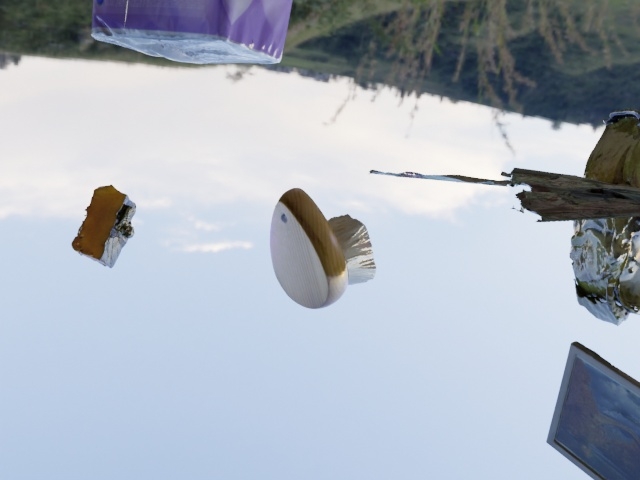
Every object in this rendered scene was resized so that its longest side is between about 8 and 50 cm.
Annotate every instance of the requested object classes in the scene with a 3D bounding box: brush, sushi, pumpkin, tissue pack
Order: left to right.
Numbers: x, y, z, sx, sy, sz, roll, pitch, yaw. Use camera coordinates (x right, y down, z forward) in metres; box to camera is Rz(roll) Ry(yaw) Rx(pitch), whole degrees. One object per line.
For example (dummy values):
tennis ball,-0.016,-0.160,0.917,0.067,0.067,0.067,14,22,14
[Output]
pumpkin,-0.227,-0.014,0.822,0.054,0.083,0.074,19,173,0
tissue pack,-0.147,-0.401,0.974,0.242,0.338,0.160,13,-174,34
brush,0.000,0.000,1.583,0.174,0.266,0.166,10,-146,43
sushi,0.414,-0.030,1.011,0.131,0.290,0.139,12,-176,-11

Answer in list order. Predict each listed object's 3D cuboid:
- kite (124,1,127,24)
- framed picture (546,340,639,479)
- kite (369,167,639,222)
kite,-0.137,-0.185,0.542,0.002,0.078,0.044,6,-140,-16
framed picture,0.412,0.269,1.001,0.016,0.184,0.250,-14,-148,-30
kite,0.226,-0.050,0.718,0.369,0.014,0.406,7,-169,10
